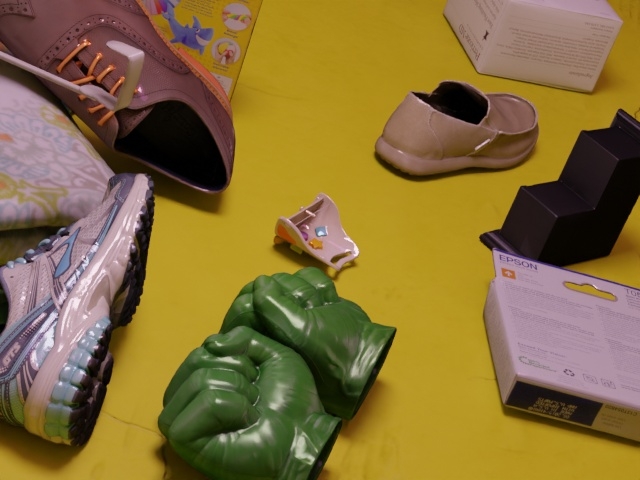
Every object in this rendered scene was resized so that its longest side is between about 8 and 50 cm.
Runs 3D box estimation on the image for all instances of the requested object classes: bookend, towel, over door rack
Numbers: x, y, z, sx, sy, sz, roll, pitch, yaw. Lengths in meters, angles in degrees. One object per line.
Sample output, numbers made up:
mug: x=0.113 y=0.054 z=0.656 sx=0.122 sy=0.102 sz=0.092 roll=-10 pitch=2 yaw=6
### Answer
bookend: x=0.275 y=-0.053 z=1.653 sx=0.157 sy=0.156 sz=0.072 roll=-12 pitch=44 yaw=-41
towel: x=-0.393 y=-0.089 z=1.385 sx=0.374 sy=0.090 sz=0.320 roll=-5 pitch=42 yaw=-36
over door rack: x=-0.345 y=-0.111 z=1.236 sx=0.324 sy=0.108 sz=0.239 roll=14 pitch=26 yaw=26

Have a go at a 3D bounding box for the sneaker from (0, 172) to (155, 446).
sneaker: x=-0.214 y=0.034 z=1.243 sx=0.122 sy=0.110 sz=0.283 roll=13 pitch=43 yaw=2

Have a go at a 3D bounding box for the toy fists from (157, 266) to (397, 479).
toy fists: x=-0.037 y=0.111 z=1.270 sx=0.142 sy=0.096 sz=0.279 roll=24 pitch=32 yaw=8

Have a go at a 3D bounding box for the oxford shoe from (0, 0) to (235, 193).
oxford shoe: x=-0.209 y=-0.175 z=1.463 sx=0.363 sy=0.130 sz=0.133 roll=36 pitch=19 yaw=-33

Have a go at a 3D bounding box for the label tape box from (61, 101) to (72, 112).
label tape box: x=-0.361 y=-0.326 z=1.609 sx=0.347 sy=0.249 sz=0.115 roll=27 pitch=32 yaw=11

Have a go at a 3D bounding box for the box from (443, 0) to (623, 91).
box: x=0.291 y=-0.310 z=2.101 sx=0.182 sy=0.119 sz=0.181 roll=7 pitch=33 yaw=-20

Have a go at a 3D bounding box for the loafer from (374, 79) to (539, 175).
loafer: x=0.179 y=-0.141 z=1.795 sx=0.102 sy=0.092 sz=0.268 roll=39 pitch=35 yaw=28

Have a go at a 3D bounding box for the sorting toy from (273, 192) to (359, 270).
sorting toy: x=0.000 y=0.000 z=1.521 sx=0.075 sy=0.045 sz=0.083 roll=38 pitch=34 yaw=13

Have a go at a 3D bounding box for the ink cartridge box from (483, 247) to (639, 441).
ink cartridge box: x=0.274 y=0.110 z=1.503 sx=0.223 sy=0.045 sz=0.224 roll=16 pitch=30 yaw=-9

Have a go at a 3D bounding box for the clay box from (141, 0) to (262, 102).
clay box: x=-0.133 y=-0.253 z=1.658 sx=0.127 sy=0.222 sz=0.053 roll=19 pitch=31 yaw=-4
